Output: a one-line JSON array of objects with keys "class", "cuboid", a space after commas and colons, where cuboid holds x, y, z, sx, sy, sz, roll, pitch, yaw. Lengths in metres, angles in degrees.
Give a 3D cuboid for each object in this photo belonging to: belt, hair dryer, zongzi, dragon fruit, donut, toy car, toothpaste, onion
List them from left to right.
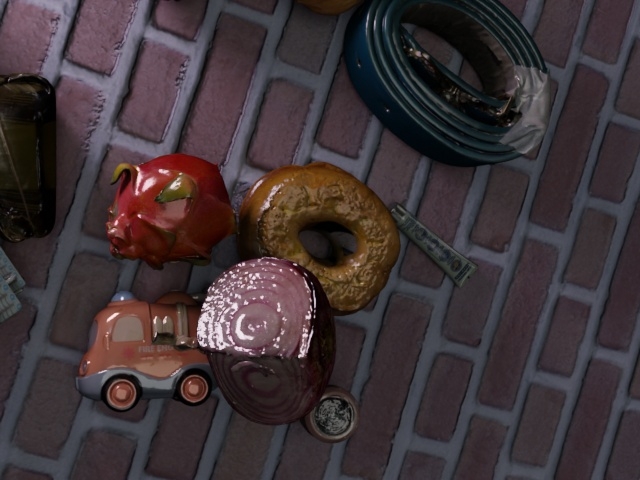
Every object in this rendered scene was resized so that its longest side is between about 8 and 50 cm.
[{"class": "zongzi", "cuboid": [-0.604, -0.138, 1.444, 0.317, 0.154, 0.290, -1, 95, -31]}, {"class": "toy car", "cuboid": [-0.310, 0.196, 1.570, 0.270, 0.180, 0.213, -2, 84, -17]}, {"class": "dragon fruit", "cuboid": [-0.270, -0.048, 1.537, 0.227, 0.224, 0.224, -10, 96, -9]}, {"class": "onion", "cuboid": [-0.080, 0.179, 1.494, 0.256, 0.272, 0.230, -54, 143, -25]}, {"class": "hair dryer", "cuboid": [-0.058, 0.233, 1.654, 0.106, 0.189, 0.344, -36, 88, -9]}, {"class": "donut", "cuboid": [0.000, 0.000, 1.656, 0.317, 0.150, 0.299, -3, 97, -16]}, {"class": "toothpaste", "cuboid": [0.229, 0.007, 1.779, 0.239, 0.039, 0.062, 39, 87, -17]}, {"class": "belt", "cuboid": [0.256, -0.331, 1.696, 0.436, 0.173, 0.300, 38, 80, -15]}]

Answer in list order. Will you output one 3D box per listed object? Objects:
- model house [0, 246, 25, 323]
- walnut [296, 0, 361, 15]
[{"class": "model house", "cuboid": [-0.628, 0.056, 1.441, 0.198, 0.215, 0.224, -33, 102, -14]}, {"class": "walnut", "cuboid": [0.023, -0.534, 1.611, 0.195, 0.195, 0.222, 34, 91, -16]}]
